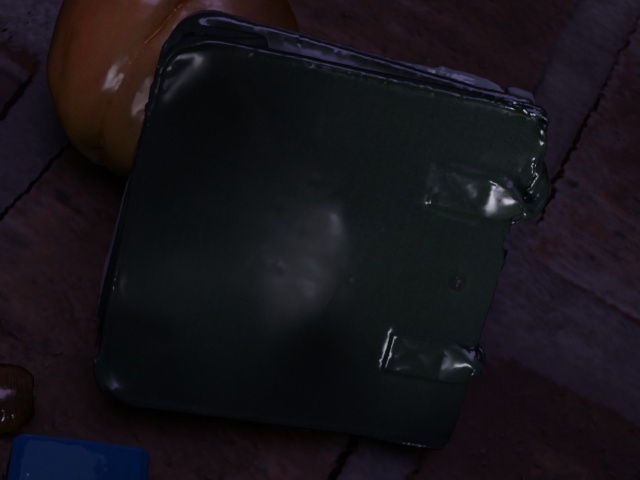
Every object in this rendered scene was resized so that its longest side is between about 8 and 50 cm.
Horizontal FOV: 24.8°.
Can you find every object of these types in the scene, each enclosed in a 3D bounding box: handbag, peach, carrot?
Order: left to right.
[{"bbox_3d":[-0.273,0.102,0.906,0.191,0.047,0.047,-2,60,-12],"label":"carrot"},{"bbox_3d":[-0.100,-0.128,1.014,0.184,0.184,0.184,7,58,-11],"label":"peach"},{"bbox_3d":[-0.001,0.000,0.933,0.260,0.247,0.079,13,16,-8],"label":"handbag"}]

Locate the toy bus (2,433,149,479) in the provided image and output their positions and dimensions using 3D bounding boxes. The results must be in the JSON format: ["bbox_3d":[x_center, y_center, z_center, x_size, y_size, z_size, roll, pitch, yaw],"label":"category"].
[{"bbox_3d":[-0.150,0.212,0.832,0.090,0.106,0.185,9,57,-13],"label":"toy bus"}]
